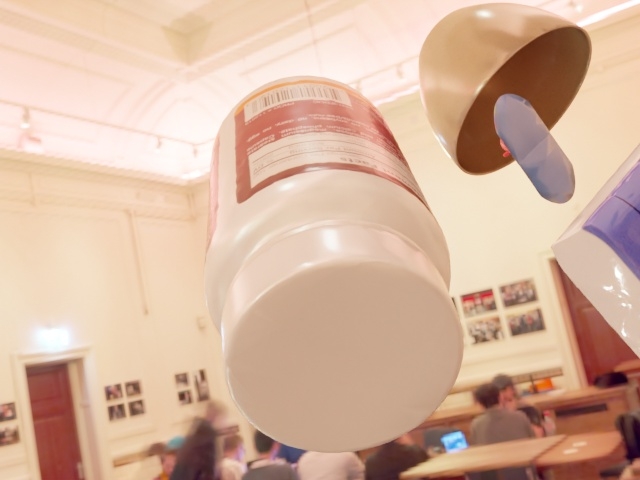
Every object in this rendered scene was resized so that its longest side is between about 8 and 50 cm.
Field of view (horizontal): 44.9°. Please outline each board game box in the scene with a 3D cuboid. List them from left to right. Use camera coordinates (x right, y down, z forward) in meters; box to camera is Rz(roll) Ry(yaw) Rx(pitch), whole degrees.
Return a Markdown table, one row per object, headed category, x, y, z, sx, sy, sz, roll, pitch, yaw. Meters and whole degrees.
| category | x | y | z | sx | sy | sz | roll | pitch | yaw |
| --- | --- | --- | --- | --- | --- | --- | --- | --- | --- |
| board game box | 0.281 | -0.118 | 1.056 | 0.033 | 0.169 | 0.133 | -34 | 4 | 42 |

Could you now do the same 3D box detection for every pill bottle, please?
| category | x | y | z | sx | sy | sz | roll | pitch | yaw |
| --- | --- | --- | --- | --- | --- | --- | --- | --- | --- |
| pill bottle | 0.000 | 0.000 | 0.759 | 0.224 | 0.224 | 0.392 | -12 | 30 | 0 |

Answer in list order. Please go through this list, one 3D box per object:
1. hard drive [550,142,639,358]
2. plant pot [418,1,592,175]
| category | x | y | z | sx | sy | sz | roll | pitch | yaw |
| --- | --- | --- | --- | --- | --- | --- | --- | --- | --- |
| hard drive | 0.292 | -0.006 | 0.477 | 0.318 | 0.210 | 0.040 | -40 | -2 | -36 |
| plant pot | 0.272 | -0.276 | 1.276 | 0.284 | 0.191 | 0.284 | -28 | -33 | -20 |
